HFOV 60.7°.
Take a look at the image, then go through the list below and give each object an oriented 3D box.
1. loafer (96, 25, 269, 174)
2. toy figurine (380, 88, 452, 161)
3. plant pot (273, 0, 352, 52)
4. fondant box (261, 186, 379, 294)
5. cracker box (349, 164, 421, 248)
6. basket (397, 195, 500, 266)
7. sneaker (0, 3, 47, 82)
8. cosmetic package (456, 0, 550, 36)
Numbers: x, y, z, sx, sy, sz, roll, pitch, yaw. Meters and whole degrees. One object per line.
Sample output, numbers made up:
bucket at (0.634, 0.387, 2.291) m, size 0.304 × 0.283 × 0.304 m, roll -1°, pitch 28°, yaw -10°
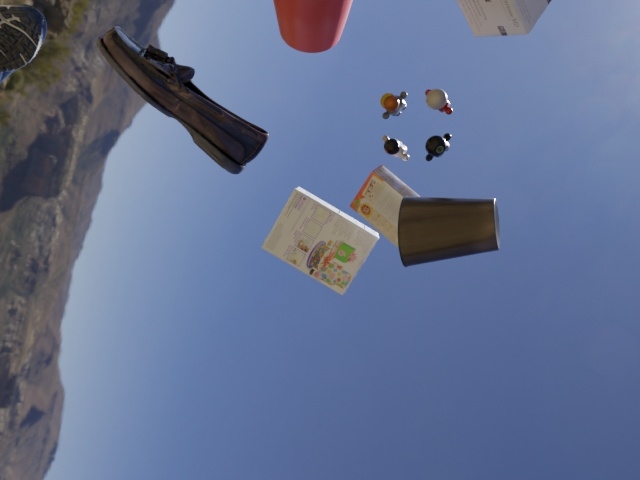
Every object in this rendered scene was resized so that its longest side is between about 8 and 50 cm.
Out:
loafer at (-0.213, -0.240, 0.894) m, size 0.095 × 0.302 × 0.109 m, roll -39°, pitch -154°, yaw 17°
toy figurine at (0.284, -0.343, 1.630) m, size 0.148 × 0.210 × 0.212 m, roll -18°, pitch 110°, yaw -70°
plant pot at (-0.026, -0.720, 1.637) m, size 0.243 × 0.275 × 0.274 m, roll 98°, pitch -10°, yaw -59°
fondant box at (0.000, 0.000, 1.887) m, size 0.238 × 0.331 × 0.096 m, roll -59°, pitch -179°, yaw 11°
cracker box at (0.219, -0.090, 1.625) m, size 0.232 × 0.067 × 0.155 m, roll 43°, pitch -47°, yaw 11°
basket at (0.324, -0.030, 1.364) m, size 0.227 × 0.154 × 0.204 m, roll -4°, pitch -131°, yaw 23°
sneaker at (-0.594, -0.374, 1.022) m, size 0.283 × 0.110 × 0.122 m, roll -15°, pitch -141°, yaw 35°
cosmetic package at (0.514, -0.682, 1.532) m, size 0.184 × 0.151 × 0.151 m, roll 23°, pitch -106°, yaw 51°
